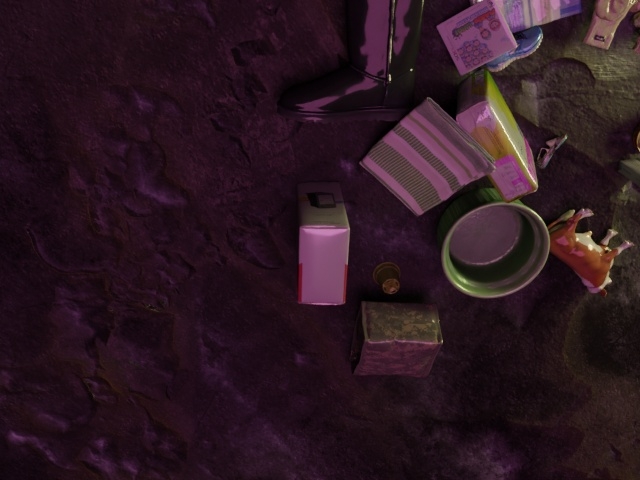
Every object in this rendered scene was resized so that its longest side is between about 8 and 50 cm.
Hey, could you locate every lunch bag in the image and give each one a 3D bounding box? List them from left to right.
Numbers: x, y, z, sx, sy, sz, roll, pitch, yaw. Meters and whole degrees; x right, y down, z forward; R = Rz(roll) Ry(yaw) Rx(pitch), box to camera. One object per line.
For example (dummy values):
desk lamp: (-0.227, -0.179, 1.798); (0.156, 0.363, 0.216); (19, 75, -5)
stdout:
lunch bag: (0.219, 0.315, 2.062); (0.235, 0.168, 0.287); (2, 141, -6)

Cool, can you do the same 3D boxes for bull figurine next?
bull figurine: (0.793, 0.031, 2.022); (0.310, 0.101, 0.188); (33, 105, -21)

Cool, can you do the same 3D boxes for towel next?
towel: (0.269, -0.201, 1.776); (0.248, 0.038, 0.325); (41, 146, -8)
towel: (0.511, -0.634, 1.716); (0.285, 0.034, 0.209); (-15, 116, 2)

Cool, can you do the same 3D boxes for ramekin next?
ramekin: (0.477, -0.001, 1.945); (0.304, 0.148, 0.303); (-1, 118, -3)

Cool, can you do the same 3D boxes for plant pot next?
plant pot: (0.202, 0.118, 2.020); (0.083, 0.079, 0.083); (-2, 116, -5)

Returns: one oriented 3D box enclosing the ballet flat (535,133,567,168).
ballet flat: (0.638, -0.255, 1.906); (0.041, 0.041, 0.114); (27, 109, -16)

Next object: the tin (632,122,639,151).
tin: (0.966, -0.310, 1.909); (0.190, 0.040, 0.106); (-25, 119, 7)

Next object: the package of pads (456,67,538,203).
package of pads: (0.454, -0.267, 1.770); (0.101, 0.229, 0.296); (-25, 115, 27)

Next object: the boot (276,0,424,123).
boot: (0.076, -0.521, 1.665); (0.367, 0.146, 0.445); (-5, 120, -14)

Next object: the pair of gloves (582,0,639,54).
pair of gloves: (0.810, -0.583, 1.749); (0.240, 0.042, 0.204); (7, 118, -5)

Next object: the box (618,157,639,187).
box: (0.954, -0.196, 1.901); (0.186, 0.145, 0.038); (-7, 117, -1)

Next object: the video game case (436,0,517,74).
video game case: (0.394, -0.517, 1.728); (0.157, 0.019, 0.143); (-24, 104, 27)

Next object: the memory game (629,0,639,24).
memory game: (0.882, -0.626, 1.764); (0.186, 0.012, 0.186); (-2, 115, -4)

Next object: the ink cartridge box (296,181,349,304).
ink cartridge box: (0.000, 0.000, 1.821); (0.131, 0.306, 0.226); (-1, 115, -4)

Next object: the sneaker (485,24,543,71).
sneaker: (0.493, -0.501, 1.751); (0.162, 0.063, 0.073); (-33, 131, 10)
